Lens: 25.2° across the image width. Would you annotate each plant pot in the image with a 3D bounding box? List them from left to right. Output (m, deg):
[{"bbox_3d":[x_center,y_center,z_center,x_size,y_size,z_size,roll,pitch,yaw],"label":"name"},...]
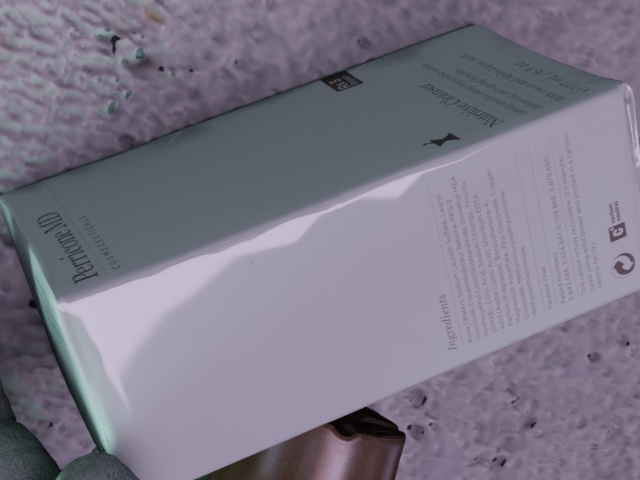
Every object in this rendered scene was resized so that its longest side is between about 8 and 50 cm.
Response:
[{"bbox_3d":[-0.020,0.200,1.070,0.167,0.167,0.165,17,96,-27],"label":"plant pot"}]

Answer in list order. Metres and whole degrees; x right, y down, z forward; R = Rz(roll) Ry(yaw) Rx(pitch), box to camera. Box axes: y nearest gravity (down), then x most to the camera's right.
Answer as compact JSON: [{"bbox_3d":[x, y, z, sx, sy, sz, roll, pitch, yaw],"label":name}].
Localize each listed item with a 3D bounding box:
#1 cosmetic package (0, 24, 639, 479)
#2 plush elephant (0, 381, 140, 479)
[{"bbox_3d":[0.000,0.000,0.967,0.385,0.217,0.156,-21,115,-17],"label":"cosmetic package"},{"bbox_3d":[-0.283,0.205,0.885,0.255,0.272,0.330,-27,154,-32],"label":"plush elephant"}]
